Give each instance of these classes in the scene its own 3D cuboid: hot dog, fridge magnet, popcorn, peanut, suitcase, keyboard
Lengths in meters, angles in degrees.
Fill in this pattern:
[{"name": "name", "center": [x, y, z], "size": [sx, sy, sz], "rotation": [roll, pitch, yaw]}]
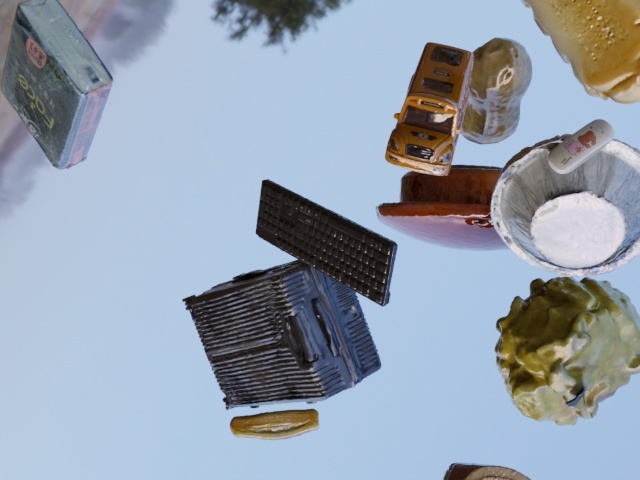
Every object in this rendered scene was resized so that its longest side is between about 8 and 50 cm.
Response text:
[{"name": "hot dog", "center": [-0.068, 0.276, 1.506], "size": [0.028, 0.137, 0.044], "rotation": [64, 18, -75]}, {"name": "fridge magnet", "center": [0.285, -0.058, 1.916], "size": [0.363, 0.363, 0.155], "rotation": [180, -87, -65]}, {"name": "popcorn", "center": [0.396, 0.176, 1.593], "size": [0.249, 0.249, 0.225], "rotation": [-55, -163, 6]}, {"name": "peanut", "center": [0.253, -0.214, 1.495], "size": [0.229, 0.098, 0.103], "rotation": [93, 9, -59]}, {"name": "suitcase", "center": [-0.068, 0.155, 1.724], "size": [0.152, 0.230, 0.335], "rotation": [-24, -176, -37]}, {"name": "keyboard", "center": [0.000, 0.000, 1.464], "size": [0.309, 0.018, 0.101], "rotation": [29, -62, 46]}]

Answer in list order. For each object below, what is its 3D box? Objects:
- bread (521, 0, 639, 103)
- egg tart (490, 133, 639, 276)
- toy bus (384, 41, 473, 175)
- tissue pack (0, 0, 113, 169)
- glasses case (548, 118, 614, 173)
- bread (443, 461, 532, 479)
[{"name": "bread", "center": [0.333, -0.312, 1.227], "size": [0.121, 0.311, 0.173], "rotation": [-24, 170, -41]}, {"name": "egg tart", "center": [0.344, -0.035, 1.355], "size": [0.234, 0.234, 0.094], "rotation": [-43, -160, 33]}, {"name": "toy bus", "center": [0.139, -0.165, 1.251], "size": [0.194, 0.083, 0.088], "rotation": [-69, 171, -48]}, {"name": "tissue pack", "center": [-0.522, -0.307, 1.996], "size": [0.103, 0.228, 0.316], "rotation": [-31, 171, -31]}, {"name": "glasses case", "center": [0.297, -0.107, 1.150], "size": [0.083, 0.032, 0.021], "rotation": [-35, 159, -6]}, {"name": "bread", "center": [0.261, 0.405, 1.680], "size": [0.192, 0.119, 0.067], "rotation": [-9, -111, 50]}]
